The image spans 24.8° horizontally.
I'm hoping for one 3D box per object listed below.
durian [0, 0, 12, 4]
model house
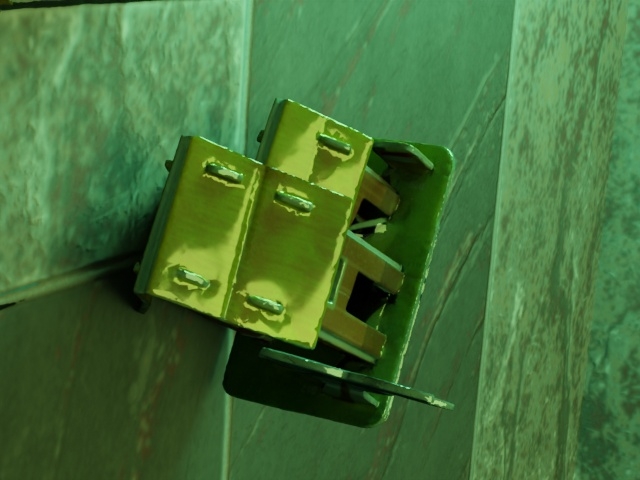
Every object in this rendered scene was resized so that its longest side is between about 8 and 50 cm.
[{"bbox_3d":[-0.307,-0.173,0.966,0.250,0.138,0.183,-51,150,-30],"label":"durian"},{"bbox_3d":[0.000,0.000,1.357,0.323,0.340,0.300,31,71,-55],"label":"model house"}]
